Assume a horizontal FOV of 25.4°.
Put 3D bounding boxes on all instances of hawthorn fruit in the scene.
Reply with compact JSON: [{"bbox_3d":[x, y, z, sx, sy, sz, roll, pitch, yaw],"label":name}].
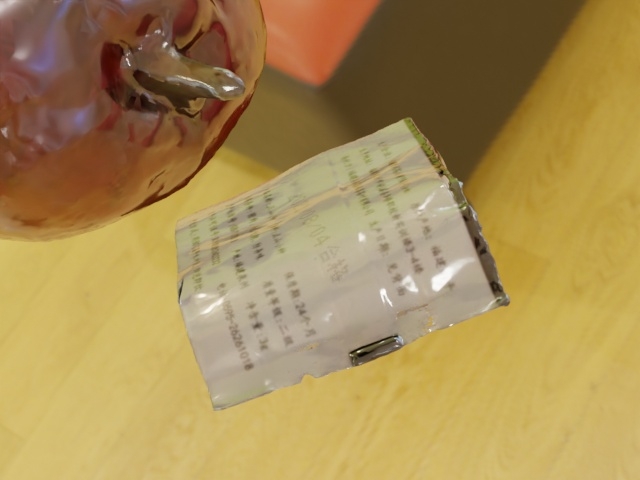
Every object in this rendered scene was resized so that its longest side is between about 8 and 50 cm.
[{"bbox_3d":[-0.128,-0.092,0.615,0.249,0.215,0.215,29,77,32],"label":"hawthorn fruit"}]

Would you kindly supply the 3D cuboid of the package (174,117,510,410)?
[{"bbox_3d":[0.000,0.000,0.969,0.204,0.062,0.251,-21,34,-1],"label":"package"}]
